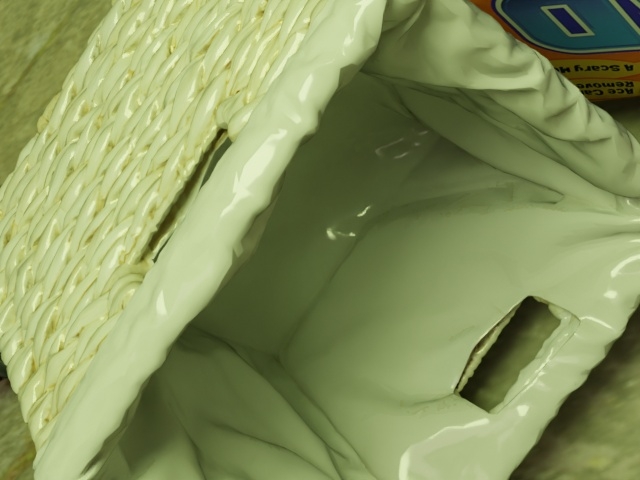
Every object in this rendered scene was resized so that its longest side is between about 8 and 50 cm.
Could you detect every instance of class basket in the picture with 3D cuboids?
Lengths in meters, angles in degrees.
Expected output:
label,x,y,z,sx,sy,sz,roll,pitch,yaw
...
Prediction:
label,x,y,z,sx,sy,sz,roll,pitch,yaw
basket,0.000,0.000,0.664,0.328,0.331,0.266,-56,40,8

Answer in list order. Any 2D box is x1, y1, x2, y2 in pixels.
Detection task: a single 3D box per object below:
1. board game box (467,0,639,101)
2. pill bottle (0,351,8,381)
label,x,y,z,sx,sy,sz,roll,pitch,yaw
board game box,0.212,-0.316,0.525,0.356,0.356,0.356,2,73,50
pill bottle,-0.255,0.040,0.924,0.245,0.130,0.130,-39,66,18
